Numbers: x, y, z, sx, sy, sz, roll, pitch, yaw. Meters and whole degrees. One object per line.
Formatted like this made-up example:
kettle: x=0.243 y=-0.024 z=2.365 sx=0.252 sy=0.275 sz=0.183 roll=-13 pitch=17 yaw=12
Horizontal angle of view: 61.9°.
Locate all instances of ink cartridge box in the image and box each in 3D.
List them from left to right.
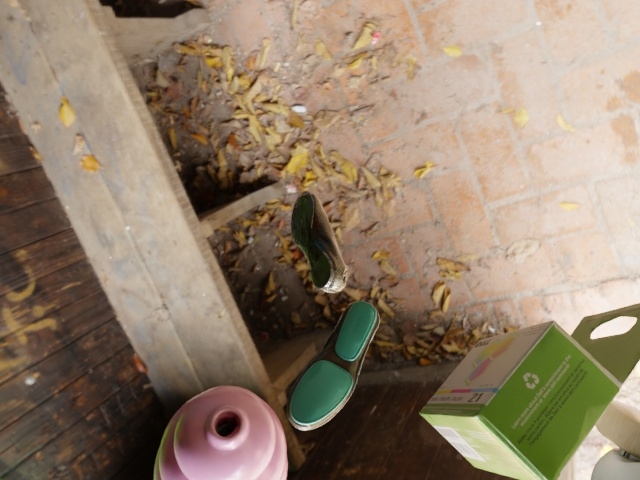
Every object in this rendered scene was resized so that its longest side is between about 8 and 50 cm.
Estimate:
ink cartridge box: x=0.252 y=0.136 z=0.609 sx=0.097 sy=0.255 sz=0.189 roll=43 pitch=163 yaw=7

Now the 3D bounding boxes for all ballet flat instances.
ballet flat: x=0.000 y=0.000 z=0.974 sx=0.084 sy=0.058 sz=0.250 roll=-56 pitch=35 yaw=28
ballet flat: x=0.032 y=0.240 z=0.999 sx=0.095 sy=0.280 sz=0.096 roll=30 pitch=148 yaw=13

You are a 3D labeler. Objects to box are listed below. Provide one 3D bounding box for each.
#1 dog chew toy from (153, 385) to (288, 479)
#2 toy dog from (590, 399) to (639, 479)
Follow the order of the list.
dog chew toy: x=-0.141 y=0.310 z=0.770 sx=0.206 sy=0.207 sz=0.332 roll=34 pitch=147 yaw=12
toy dog: x=0.356 y=0.295 z=0.498 sx=0.160 sy=0.334 sz=0.220 roll=19 pitch=116 yaw=8
